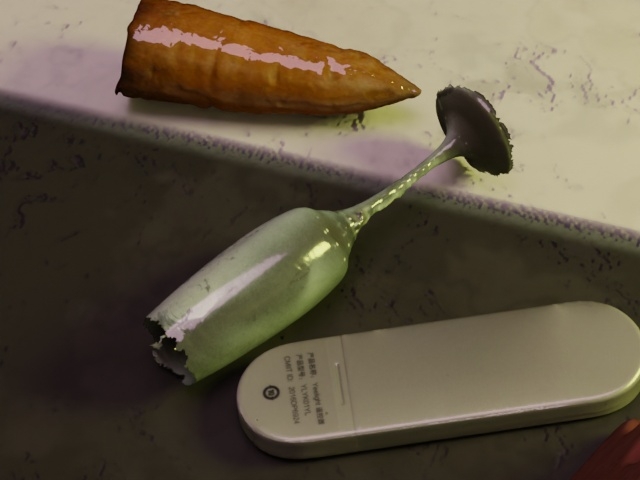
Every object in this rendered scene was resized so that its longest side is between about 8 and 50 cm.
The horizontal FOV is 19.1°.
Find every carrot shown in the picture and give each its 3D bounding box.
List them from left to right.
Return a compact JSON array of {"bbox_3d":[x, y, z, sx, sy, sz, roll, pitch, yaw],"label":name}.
[{"bbox_3d":[-0.033,-0.117,1.265,0.205,0.072,0.072,8,53,10],"label":"carrot"}]

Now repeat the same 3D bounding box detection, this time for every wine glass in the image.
[{"bbox_3d":[0.000,0.000,1.170,0.262,0.074,0.074,-36,57,-20],"label":"wine glass"}]

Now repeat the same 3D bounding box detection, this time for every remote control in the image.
[{"bbox_3d":[0.072,0.082,1.127,0.245,0.022,0.077,-9,49,0],"label":"remote control"}]

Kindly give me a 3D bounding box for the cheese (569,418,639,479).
[{"bbox_3d":[0.229,0.174,0.989,0.177,0.203,0.128,47,61,0],"label":"cheese"}]
